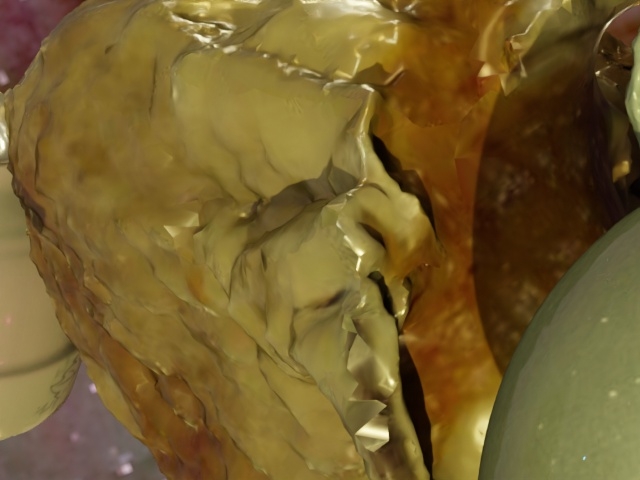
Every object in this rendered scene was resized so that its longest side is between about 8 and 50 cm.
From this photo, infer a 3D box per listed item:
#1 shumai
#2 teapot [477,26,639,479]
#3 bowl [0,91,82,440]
[{"bbox_3d":[0.000,0.000,0.713,0.314,0.267,0.262,29,-176,8],"label":"shumai"},{"bbox_3d":[0.136,0.072,0.481,0.129,0.193,0.294,-9,94,64],"label":"teapot"},{"bbox_3d":[-0.255,-0.018,1.122,0.287,0.144,0.287,20,-160,-8],"label":"bowl"}]
